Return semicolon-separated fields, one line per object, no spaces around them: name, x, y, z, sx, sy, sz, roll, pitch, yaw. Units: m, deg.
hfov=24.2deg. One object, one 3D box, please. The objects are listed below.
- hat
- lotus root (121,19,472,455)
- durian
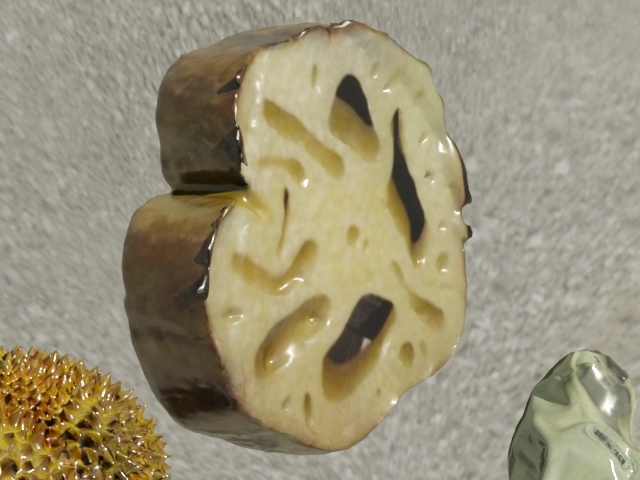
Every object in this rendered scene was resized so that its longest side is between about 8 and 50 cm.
hat;0.100;0.141;0.666;0.081;0.166;0.122;-12;54;-19
lotus root;0.000;0.000;1.279;0.111;0.375;0.391;-7;56;43
durian;-0.182;0.138;0.929;0.168;0.158;0.137;36;113;2
